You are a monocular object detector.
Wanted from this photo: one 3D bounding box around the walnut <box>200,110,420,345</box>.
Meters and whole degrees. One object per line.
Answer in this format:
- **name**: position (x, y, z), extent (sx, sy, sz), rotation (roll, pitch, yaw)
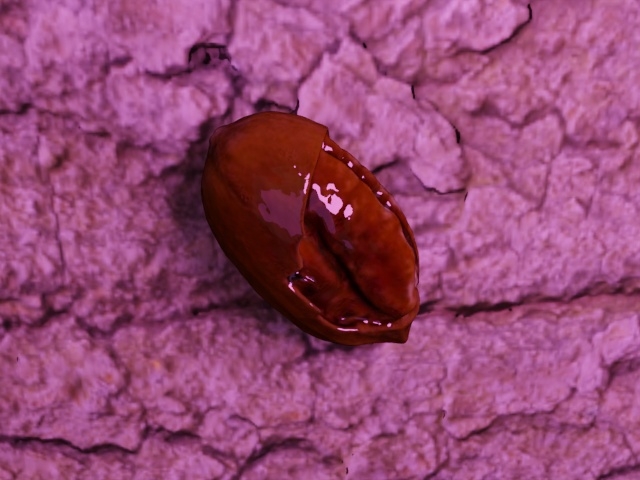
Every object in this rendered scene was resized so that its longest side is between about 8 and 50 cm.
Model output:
- **walnut**: position (0.000, 0.000, 0.586), extent (0.116, 0.116, 0.207), rotation (-34, 110, 11)
